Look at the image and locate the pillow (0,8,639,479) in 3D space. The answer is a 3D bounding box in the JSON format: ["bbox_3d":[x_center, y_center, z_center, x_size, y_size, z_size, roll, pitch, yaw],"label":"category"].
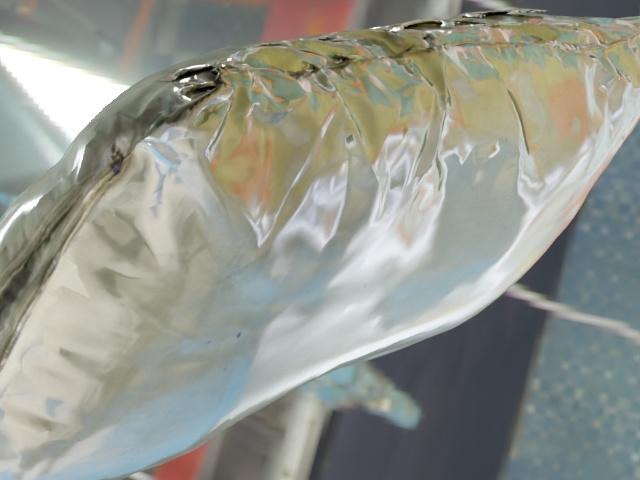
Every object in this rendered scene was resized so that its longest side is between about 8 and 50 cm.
[{"bbox_3d":[0.000,0.000,0.446,0.128,0.051,0.229,-46,-16,29],"label":"pillow"}]
